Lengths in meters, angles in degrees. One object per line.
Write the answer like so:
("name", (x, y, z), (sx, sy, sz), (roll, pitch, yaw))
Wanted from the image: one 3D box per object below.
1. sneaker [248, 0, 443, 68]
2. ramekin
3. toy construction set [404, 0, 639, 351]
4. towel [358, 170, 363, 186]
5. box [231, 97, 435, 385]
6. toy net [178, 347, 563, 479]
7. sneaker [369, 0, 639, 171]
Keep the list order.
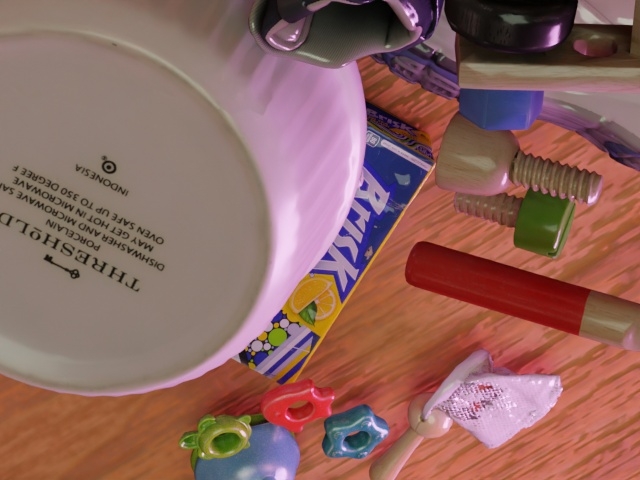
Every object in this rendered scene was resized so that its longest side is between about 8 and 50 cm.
("sneaker", (-0.012, -0.188, 0.935), (0.226, 0.163, 0.086), (43, 139, -22))
("ramekin", (-0.116, -0.041, 1.011), (0.273, 0.127, 0.273), (4, 119, 7))
("toy construction set", (0.192, -0.093, 0.903), (0.237, 0.257, 0.309), (18, 101, 15))
("towel", (-0.158, -0.100, 1.077), (0.325, 0.038, 0.248), (-13, 115, 14))
("box", (0.000, 0.000, 1.143), (0.059, 0.054, 0.169), (29, 109, -12))
("toy net", (0.030, 0.102, 1.176), (0.232, 0.045, 0.122), (-18, 136, -3))
("sneaker", (0.132, -0.126, 1.086), (0.297, 0.111, 0.129), (20, 88, -9))
